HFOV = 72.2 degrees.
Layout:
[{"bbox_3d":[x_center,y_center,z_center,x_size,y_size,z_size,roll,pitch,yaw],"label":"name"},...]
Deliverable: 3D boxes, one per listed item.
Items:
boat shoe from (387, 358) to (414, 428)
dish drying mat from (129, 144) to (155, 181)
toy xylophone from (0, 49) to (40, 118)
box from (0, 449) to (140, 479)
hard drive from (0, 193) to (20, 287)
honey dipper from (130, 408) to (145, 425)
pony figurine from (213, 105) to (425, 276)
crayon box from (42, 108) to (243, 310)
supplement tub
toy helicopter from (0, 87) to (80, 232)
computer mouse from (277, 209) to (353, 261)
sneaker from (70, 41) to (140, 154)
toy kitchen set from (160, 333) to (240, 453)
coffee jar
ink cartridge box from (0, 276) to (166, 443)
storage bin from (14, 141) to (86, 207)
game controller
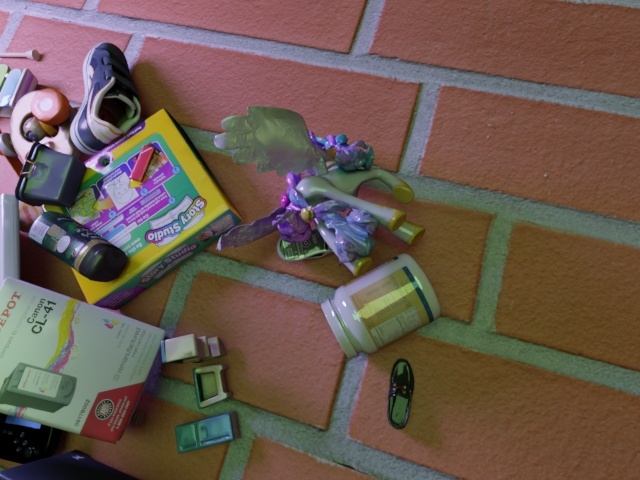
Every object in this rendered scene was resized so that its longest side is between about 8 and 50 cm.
[{"bbox_3d":[0.158,0.299,0.859,0.048,0.042,0.133,6,74,12],"label":"boat shoe"},{"bbox_3d":[-0.397,-0.172,0.976,0.032,0.008,0.084,16,78,11],"label":"dish drying mat"},{"bbox_3d":[-0.913,-0.439,1.203,0.322,0.081,0.237,1,75,9],"label":"toy xylophone"},{"bbox_3d":[-0.462,0.639,0.771,0.293,0.212,0.396,15,77,13],"label":"box"},{"bbox_3d":[-0.722,0.076,0.996,0.203,0.040,0.308,-28,68,42],"label":"hard drive"},{"bbox_3d":[-0.451,0.356,0.944,0.160,0.030,0.031,14,77,16],"label":"honey dipper"},{"bbox_3d":[-0.009,-0.092,0.860,0.363,0.303,0.350,39,41,27],"label":"pony figurine"},{"bbox_3d":[-0.415,-0.073,1.015,0.362,0.106,0.313,-35,74,-1],"label":"crayon box"},{"bbox_3d":[0.116,0.130,0.857,0.199,0.144,0.145,-28,73,0],"label":"supplement tub"},{"bbox_3d":[-0.714,-0.196,1.084,0.234,0.140,0.356,3,85,5],"label":"toy helicopter"},{"bbox_3d":[0.000,0.000,0.966,0.192,0.042,0.106,-12,78,-1],"label":"computer mouse"},{"bbox_3d":[-0.506,-0.364,1.079,0.127,0.126,0.322,-13,66,25],"label":"sneaker"},{"bbox_3d":[-0.256,0.301,0.855,0.122,0.166,0.207,-16,73,4],"label":"toy kitchen set"},{"bbox_3d":[-0.493,0.014,0.899,0.184,0.096,0.079,29,86,14],"label":"coffee jar"},{"bbox_3d":[-0.490,0.233,0.849,0.306,0.131,0.226,24,67,-16],"label":"ink cartridge box"},{"bbox_3d":[-0.585,-0.138,0.960,0.090,0.098,0.135,11,78,3],"label":"storage bin"},{"bbox_3d":[-0.618,0.311,0.961,0.166,0.067,0.320,3,75,9],"label":"game controller"}]
